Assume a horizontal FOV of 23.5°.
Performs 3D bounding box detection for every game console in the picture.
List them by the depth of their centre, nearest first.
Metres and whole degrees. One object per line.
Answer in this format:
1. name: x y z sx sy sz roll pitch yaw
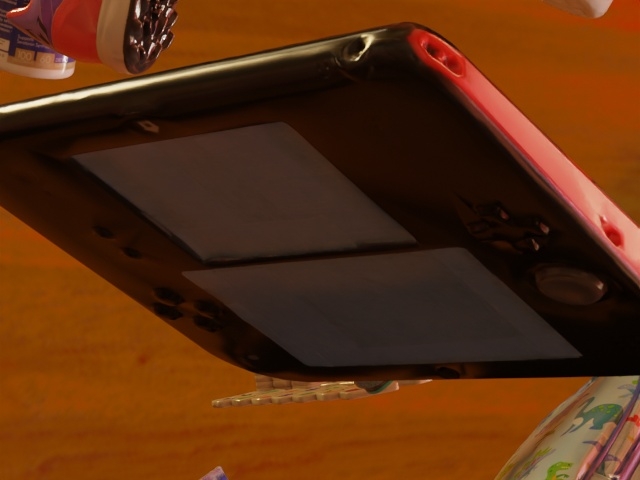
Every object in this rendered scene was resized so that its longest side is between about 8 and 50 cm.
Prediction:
1. game console: 0.000 0.000 0.943 0.342 0.387 0.060 35 59 -43

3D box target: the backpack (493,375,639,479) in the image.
1. backpack: 0.224 0.255 1.198 0.355 0.290 0.273 -21 64 -42

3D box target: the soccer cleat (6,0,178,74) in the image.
1. soccer cleat: -0.143 -0.279 1.067 0.116 0.318 0.108 16 17 13

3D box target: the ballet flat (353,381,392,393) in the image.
1. ballet flat: 0.090 0.051 1.298 0.188 0.070 0.070 -39 83 -27

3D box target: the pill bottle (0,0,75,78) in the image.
1. pill bottle: -0.330 -0.292 1.807 0.112 0.186 0.112 11 16 -3

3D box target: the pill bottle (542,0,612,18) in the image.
1. pill bottle: 0.284 -0.396 1.520 0.176 0.176 0.318 31 92 -7

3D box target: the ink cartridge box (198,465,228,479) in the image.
1. ink cartridge box: -0.022 0.347 1.286 0.332 0.065 0.165 61 25 1

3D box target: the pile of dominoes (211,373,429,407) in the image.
1. pile of dominoes: 0.024 0.140 1.673 0.196 0.251 0.040 -10 90 -46
